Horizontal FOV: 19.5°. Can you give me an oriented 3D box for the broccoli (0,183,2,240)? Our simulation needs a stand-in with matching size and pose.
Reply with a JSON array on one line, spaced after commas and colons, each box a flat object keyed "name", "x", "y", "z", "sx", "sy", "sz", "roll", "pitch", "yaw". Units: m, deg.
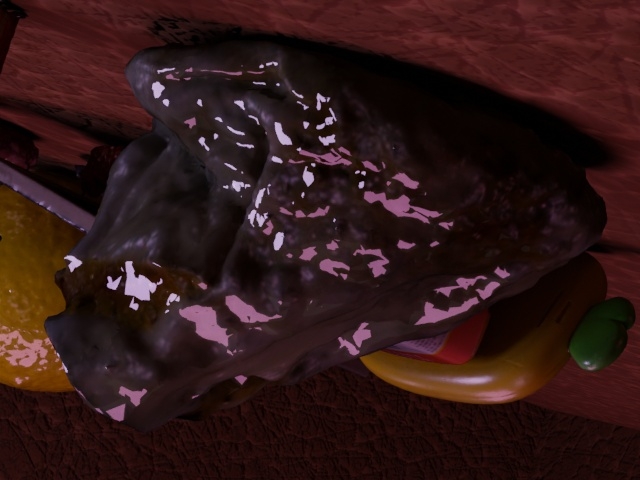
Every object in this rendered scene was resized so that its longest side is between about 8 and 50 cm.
[{"name": "broccoli", "x": -0.371, "y": 0.014, "z": 1.484, "sx": 0.164, "sy": 0.304, "sz": 0.145, "roll": 16, "pitch": 173, "yaw": 33}]

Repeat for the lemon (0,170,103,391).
[{"name": "lemon", "x": -0.274, "y": 0.043, "z": 1.917, "sx": 0.288, "sy": 0.234, "sz": 0.233, "roll": 10, "pitch": 177, "yaw": -18}]

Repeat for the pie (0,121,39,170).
[{"name": "pie", "x": -0.321, "y": -0.095, "z": 1.671, "sx": 0.153, "sy": 0.038, "sz": 0.153, "roll": 18, "pitch": 177, "yaw": 1}]

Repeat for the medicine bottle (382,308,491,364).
[{"name": "medicine bottle", "x": 0.000, "y": 0.001, "z": 1.254, "sx": 0.222, "sy": 0.112, "sz": 0.149, "roll": 20, "pitch": 174, "yaw": -36}]

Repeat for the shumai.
[{"name": "shumai", "x": 0.004, "y": 0.017, "z": 0.977, "sx": 0.271, "sy": 0.204, "sz": 0.222, "roll": 10, "pitch": 173, "yaw": 24}]

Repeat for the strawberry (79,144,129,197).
[{"name": "strawberry", "x": -0.144, "y": -0.050, "z": 1.533, "sx": 0.103, "sy": 0.048, "sz": 0.152, "roll": 12, "pitch": 178, "yaw": -1}]

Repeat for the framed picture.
[{"name": "framed picture", "x": -0.116, "y": 0.019, "z": 1.463, "sx": 0.289, "sy": 0.020, "sz": 0.211, "roll": 29, "pitch": -179, "yaw": 31}]

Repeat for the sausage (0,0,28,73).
[{"name": "sausage", "x": -0.238, "y": -0.017, "z": 1.019, "sx": 0.083, "sy": 0.264, "sz": 0.083, "roll": 16, "pitch": 170, "yaw": 3}]

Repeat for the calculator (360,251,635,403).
[{"name": "calculator", "x": 0.121, "y": 0.055, "z": 1.328, "sx": 0.234, "sy": 0.146, "sz": 0.032, "roll": 2, "pitch": 135, "yaw": 45}]

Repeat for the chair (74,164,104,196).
[{"name": "chair", "x": -0.124, "y": -0.005, "z": 1.735, "sx": 0.213, "sy": 0.149, "sz": 0.174, "roll": 61, "pitch": 167, "yaw": -10}]
